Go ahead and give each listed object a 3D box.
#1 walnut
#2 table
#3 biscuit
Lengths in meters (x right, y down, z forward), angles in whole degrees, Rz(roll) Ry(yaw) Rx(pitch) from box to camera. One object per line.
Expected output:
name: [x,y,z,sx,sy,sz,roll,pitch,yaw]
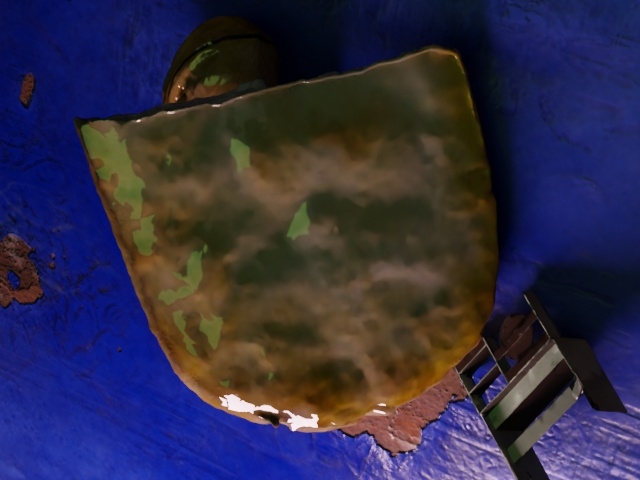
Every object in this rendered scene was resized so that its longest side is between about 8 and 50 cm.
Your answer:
walnut: [-0.119,-0.188,1.504,0.144,0.144,0.180,43,132,13]
table: [0.250,0.170,1.436,0.146,0.063,0.175,-54,44,33]
biscuit: [0.000,0.000,1.412,0.430,0.104,0.446,-20,105,-5]
